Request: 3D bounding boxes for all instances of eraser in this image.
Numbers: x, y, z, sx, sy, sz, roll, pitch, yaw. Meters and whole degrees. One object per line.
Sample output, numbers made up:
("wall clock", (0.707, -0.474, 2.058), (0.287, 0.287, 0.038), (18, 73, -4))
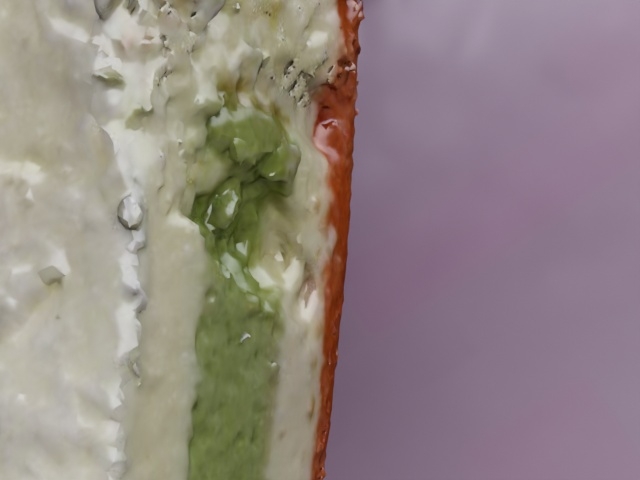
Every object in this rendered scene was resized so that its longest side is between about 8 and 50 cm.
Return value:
("eraser", (0.000, 0.000, 0.495), (0.359, 0.272, 0.122), (-32, 10, -1))

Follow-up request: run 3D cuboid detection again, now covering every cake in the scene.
("cake", (-0.059, -0.008, 0.360), (0.117, 0.220, 0.086), (8, 4, 31))
